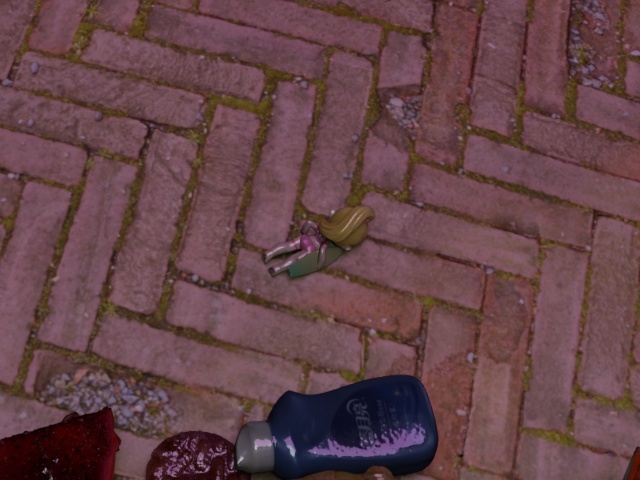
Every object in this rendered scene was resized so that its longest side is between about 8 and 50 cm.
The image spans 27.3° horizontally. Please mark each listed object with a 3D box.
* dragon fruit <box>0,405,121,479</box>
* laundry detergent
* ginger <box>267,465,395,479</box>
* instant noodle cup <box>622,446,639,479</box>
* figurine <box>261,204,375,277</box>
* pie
[{"bbox_3d":[-0.387,0.350,1.761,0.262,0.134,0.211,-6,71,-51],"label":"dragon fruit"},{"bbox_3d":[0.016,0.272,1.867,0.290,0.094,0.143,-5,59,-17],"label":"laundry detergent"},{"bbox_3d":[-0.002,0.388,1.776,0.354,0.189,0.126,6,21,-9],"label":"ginger"},{"bbox_3d":[0.490,0.405,1.794,0.192,0.250,0.250,21,60,13],"label":"instant noodle cup"},{"bbox_3d":[0.000,0.000,2.052,0.187,0.083,0.083,-23,65,-8],"label":"figurine"},{"bbox_3d":[-0.171,0.337,1.854,0.155,0.036,0.154,3,60,-5],"label":"pie"}]
